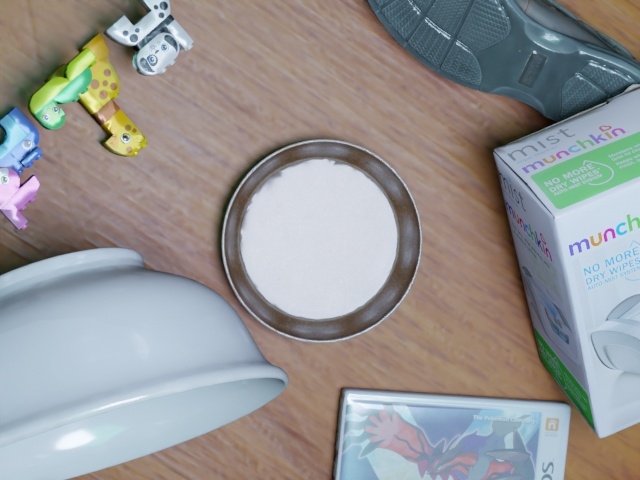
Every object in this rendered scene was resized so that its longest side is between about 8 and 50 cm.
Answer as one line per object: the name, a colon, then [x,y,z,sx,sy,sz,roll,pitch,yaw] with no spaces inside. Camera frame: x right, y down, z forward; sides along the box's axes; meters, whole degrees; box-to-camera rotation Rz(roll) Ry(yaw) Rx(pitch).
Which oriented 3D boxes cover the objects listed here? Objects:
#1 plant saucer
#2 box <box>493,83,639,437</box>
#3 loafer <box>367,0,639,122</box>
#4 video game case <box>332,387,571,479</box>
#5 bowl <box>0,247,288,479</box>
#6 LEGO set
plant saucer: [0.000,0.000,1.374,0.168,0.029,0.169,-1,95,-11]
box: [0.297,-0.006,1.338,0.262,0.127,0.231,-21,125,-8]
loafer: [0.156,-0.171,1.373,0.267,0.084,0.096,29,120,-7]
video game case: [0.108,0.223,1.414,0.201,0.023,0.184,4,94,-10]
bowl: [-0.184,0.092,1.241,0.297,0.298,0.134,-17,78,-8]
LEGO set: [-0.187,-0.090,1.308,0.227,0.087,0.093,-44,103,-10]
